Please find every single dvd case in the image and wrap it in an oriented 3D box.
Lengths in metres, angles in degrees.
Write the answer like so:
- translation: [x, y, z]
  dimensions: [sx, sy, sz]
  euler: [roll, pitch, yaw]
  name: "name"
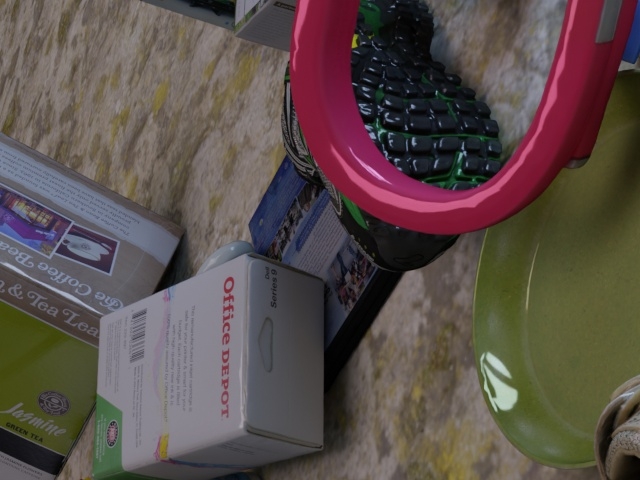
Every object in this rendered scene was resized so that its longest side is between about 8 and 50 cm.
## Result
- translation: [0.000, 0.000, 1.178]
  dimensions: [0.180, 0.022, 0.253]
  euler: [-59, 30, 31]
  name: "dvd case"

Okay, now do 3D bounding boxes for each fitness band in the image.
- translation: [0.084, -0.147, 0.805]
  dimensions: [0.209, 0.054, 0.291]
  euler: [23, 111, 29]
  name: "fitness band"

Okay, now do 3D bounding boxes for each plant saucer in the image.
- translation: [0.172, 0.019, 0.789]
  dimensions: [0.241, 0.037, 0.241]
  euler: [-41, 41, 50]
  name: "plant saucer"

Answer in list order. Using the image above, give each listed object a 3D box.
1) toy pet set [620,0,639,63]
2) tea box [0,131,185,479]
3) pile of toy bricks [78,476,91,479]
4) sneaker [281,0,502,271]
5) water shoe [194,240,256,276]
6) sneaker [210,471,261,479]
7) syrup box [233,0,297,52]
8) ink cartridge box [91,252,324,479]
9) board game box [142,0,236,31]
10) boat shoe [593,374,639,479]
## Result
- translation: [0.192, -0.169, 0.810]
  dimensions: [0.122, 0.065, 0.114]
  euler: [42, 115, 63]
  name: "toy pet set"
- translation: [-0.382, 0.078, 1.514]
  dimensions: [0.323, 0.329, 0.220]
  euler: [-57, 8, 33]
  name: "tea box"
- translation: [-0.171, 0.309, 1.312]
  dimensions: [0.212, 0.118, 0.105]
  euler: [28, 132, 48]
  name: "pile of toy bricks"
- translation: [0.043, -0.079, 1.033]
  dimensions: [0.343, 0.134, 0.146]
  euler: [-99, 25, -55]
  name: "sneaker"
- translation: [-0.090, 0.095, 1.271]
  dimensions: [0.080, 0.073, 0.203]
  euler: [38, 122, 28]
  name: "water shoe"
- translation: [-0.084, 0.269, 1.154]
  dimensions: [0.063, 0.073, 0.162]
  euler: [-60, 29, 30]
  name: "sneaker"
- translation: [0.012, -0.261, 1.197]
  dimensions: [0.237, 0.096, 0.093]
  euler: [-30, 53, 57]
  name: "syrup box"
- translation: [-0.098, 0.118, 1.134]
  dimensions: [0.212, 0.093, 0.154]
  euler: [-25, 57, 43]
  name: "ink cartridge box"
- translation: [-0.089, -0.353, 1.303]
  dimensions: [0.303, 0.224, 0.097]
  euler: [-49, 35, 46]
  name: "board game box"
- translation: [0.179, 0.101, 0.594]
  dimensions: [0.109, 0.098, 0.302]
  euler: [-10, 50, 59]
  name: "boat shoe"
